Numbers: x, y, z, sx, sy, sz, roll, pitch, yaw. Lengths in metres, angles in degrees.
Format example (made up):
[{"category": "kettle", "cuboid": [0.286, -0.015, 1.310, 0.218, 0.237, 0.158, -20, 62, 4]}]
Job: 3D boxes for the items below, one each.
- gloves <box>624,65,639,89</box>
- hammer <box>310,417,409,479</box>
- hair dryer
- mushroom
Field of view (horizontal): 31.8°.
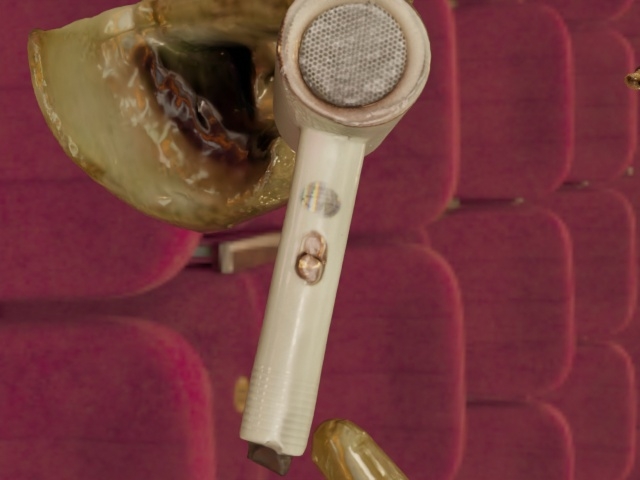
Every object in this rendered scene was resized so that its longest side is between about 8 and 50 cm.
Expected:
[{"category": "gloves", "cuboid": [0.498, -0.195, 1.525, 0.203, 0.164, 0.124, -44, 165, -45]}, {"category": "hammer", "cuboid": [0.100, 0.248, 0.804, 0.113, 0.305, 0.202, -32, 165, -49]}, {"category": "hair dryer", "cuboid": [0.000, 0.000, 0.572, 0.131, 0.073, 0.236, 122, -24, -82]}, {"category": "mushroom", "cuboid": [-0.045, -0.123, 0.888, 0.217, 0.292, 0.212, -13, 85, -56]}]
